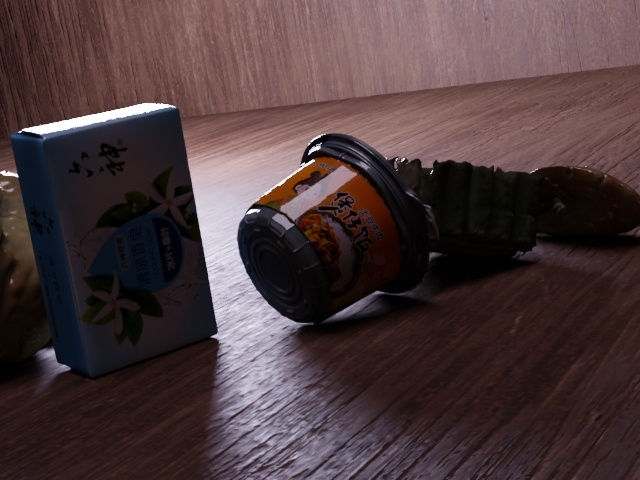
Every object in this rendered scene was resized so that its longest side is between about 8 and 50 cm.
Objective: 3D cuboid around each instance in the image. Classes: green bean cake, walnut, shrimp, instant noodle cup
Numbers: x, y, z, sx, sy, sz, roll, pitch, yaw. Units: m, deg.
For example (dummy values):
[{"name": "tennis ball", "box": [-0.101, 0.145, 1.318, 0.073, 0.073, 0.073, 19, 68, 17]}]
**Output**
[{"name": "green bean cake", "box": [0.120, -0.032, 1.321, 0.181, 0.094, 0.173, 6, -2, -33]}, {"name": "walnut", "box": [-0.347, 0.028, 1.258, 0.198, 0.198, 0.245, -12, 42, -9]}, {"name": "shrimp", "box": [0.257, -0.045, 1.358, 0.217, 0.115, 0.051, -4, 46, 54]}, {"name": "instant noodle cup", "box": [0.000, 0.000, 1.211, 0.125, 0.177, 0.208, -32, 8, -30]}]

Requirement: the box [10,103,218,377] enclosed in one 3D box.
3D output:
[{"name": "box", "box": [-0.193, -0.003, 1.186, 0.143, 0.232, 0.083, -17, 17, -33]}]
